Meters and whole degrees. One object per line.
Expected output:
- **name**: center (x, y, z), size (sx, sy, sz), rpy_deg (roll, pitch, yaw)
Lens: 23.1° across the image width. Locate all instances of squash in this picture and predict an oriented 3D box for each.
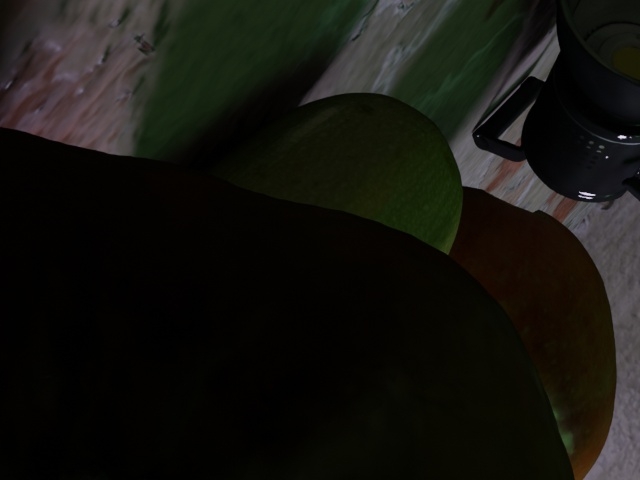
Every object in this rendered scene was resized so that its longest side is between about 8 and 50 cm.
- **squash**: center (0.000, 0.000, 0.720), size (0.187, 0.123, 0.123), rpy_deg (-40, 165, -38)

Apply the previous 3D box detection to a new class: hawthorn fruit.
- **hawthorn fruit**: center (-0.073, 0.108, 0.454), size (0.268, 0.268, 0.301), rpy_deg (-46, 177, -19)

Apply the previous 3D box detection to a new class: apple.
- **apple**: center (0.087, 0.077, 1.077), size (0.242, 0.242, 0.241), rpy_deg (-56, 180, 25)

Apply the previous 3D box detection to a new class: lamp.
- **lamp**: center (0.215, -0.100, 1.098), size (0.147, 0.172, 0.227), rpy_deg (-47, 167, -25)
